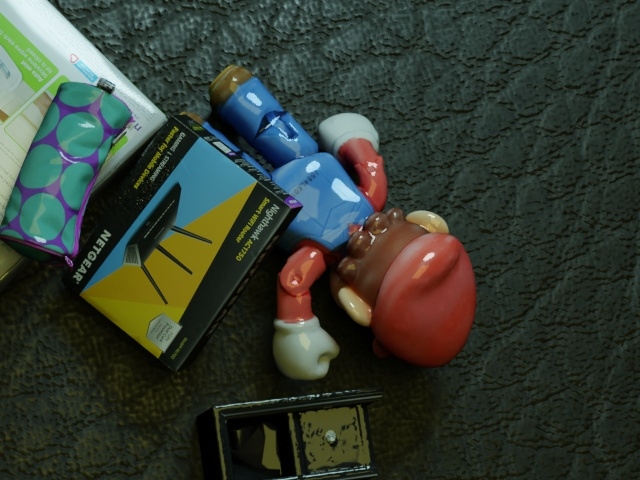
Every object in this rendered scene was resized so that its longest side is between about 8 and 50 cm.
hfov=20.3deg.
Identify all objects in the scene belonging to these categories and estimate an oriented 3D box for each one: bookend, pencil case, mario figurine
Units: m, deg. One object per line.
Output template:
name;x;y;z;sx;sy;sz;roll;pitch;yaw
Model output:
bookend;-0.017;0.216;1.552;0.156;0.072;0.157;-4;79;-17
pencil case;-0.204;-0.055;1.438;0.070;0.064;0.152;20;74;2
mario figurine;0.000;0.000;1.605;0.320;0.170;0.198;42;106;8

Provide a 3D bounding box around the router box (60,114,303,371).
router box;-0.119;0.001;1.529;0.133;0.046;0.179;37;104;9

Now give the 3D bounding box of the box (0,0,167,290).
box;-0.308;-0.105;1.517;0.262;0.127;0.231;44;71;-3
